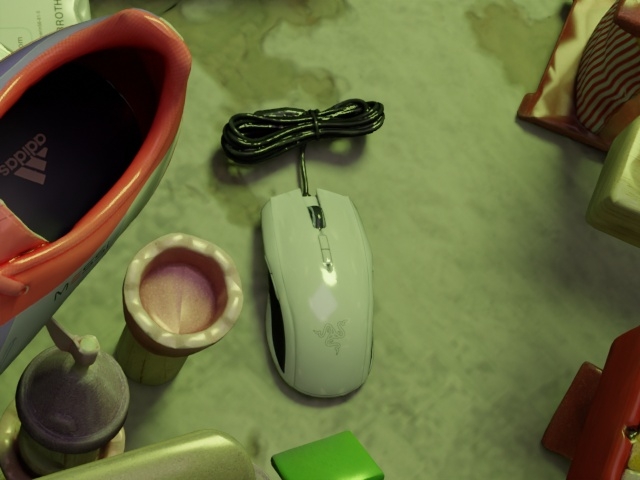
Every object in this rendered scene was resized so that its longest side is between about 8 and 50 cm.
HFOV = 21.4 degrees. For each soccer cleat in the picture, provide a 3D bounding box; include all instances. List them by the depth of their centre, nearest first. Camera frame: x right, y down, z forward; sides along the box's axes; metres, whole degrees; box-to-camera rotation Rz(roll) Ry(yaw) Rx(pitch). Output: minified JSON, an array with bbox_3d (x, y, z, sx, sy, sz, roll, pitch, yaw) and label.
[{"bbox_3d":[-0.163,0.028,0.648,0.108,0.116,0.318,43,63,-7],"label":"soccer cleat"}]

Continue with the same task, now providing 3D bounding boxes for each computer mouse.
[{"bbox_3d":[0.000,0.000,1.044,0.106,0.042,0.193,-2,69,-16],"label":"computer mouse"}]

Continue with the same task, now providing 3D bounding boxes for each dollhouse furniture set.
[{"bbox_3d":[0.191,-0.014,1.021,0.152,0.201,0.374,24,71,-4],"label":"dollhouse furniture set"}]

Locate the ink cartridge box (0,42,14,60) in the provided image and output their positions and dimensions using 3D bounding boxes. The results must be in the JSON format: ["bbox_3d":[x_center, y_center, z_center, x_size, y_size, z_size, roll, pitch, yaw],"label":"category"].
[{"bbox_3d":[-0.251,0.074,0.817,0.130,0.272,0.309,32,64,-11],"label":"ink cartridge box"}]

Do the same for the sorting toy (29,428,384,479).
[{"bbox_3d":[-0.117,0.170,0.680,0.347,0.196,0.047,-15,36,-22],"label":"sorting toy"}]

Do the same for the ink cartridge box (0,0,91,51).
[{"bbox_3d":[-0.293,-0.122,1.008,0.311,0.065,0.186,-2,68,-18],"label":"ink cartridge box"}]

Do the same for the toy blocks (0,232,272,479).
[{"bbox_3d":[-0.058,0.176,0.838,0.288,0.260,0.309,40,65,2],"label":"toy blocks"}]
